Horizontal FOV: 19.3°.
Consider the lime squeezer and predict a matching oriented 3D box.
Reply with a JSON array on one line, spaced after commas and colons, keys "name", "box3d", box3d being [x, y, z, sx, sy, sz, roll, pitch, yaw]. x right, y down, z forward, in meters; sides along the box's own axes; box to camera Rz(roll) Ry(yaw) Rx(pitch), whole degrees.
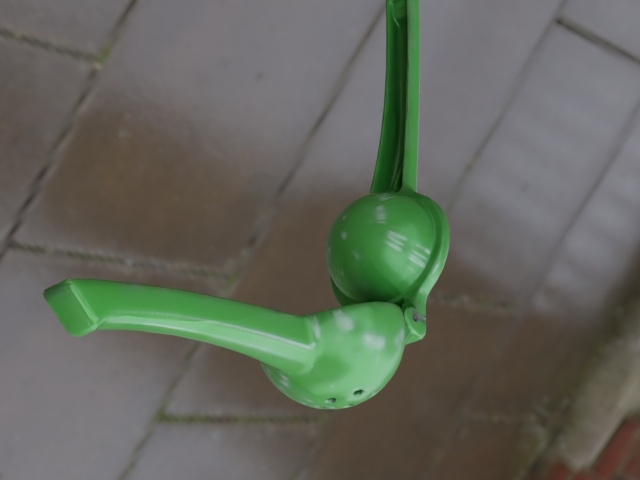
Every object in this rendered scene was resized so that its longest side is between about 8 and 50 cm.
[{"name": "lime squeezer", "box3d": [0.000, 0.000, 0.732, 0.059, 0.110, 0.310, -43, -177, 35]}]
